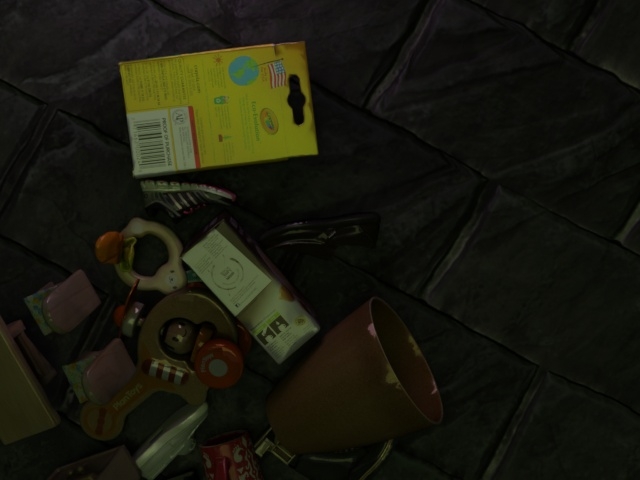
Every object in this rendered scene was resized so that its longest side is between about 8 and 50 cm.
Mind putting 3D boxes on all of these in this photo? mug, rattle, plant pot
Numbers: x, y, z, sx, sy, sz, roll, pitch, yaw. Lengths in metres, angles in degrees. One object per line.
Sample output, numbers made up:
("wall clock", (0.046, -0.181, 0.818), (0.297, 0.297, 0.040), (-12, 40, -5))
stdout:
("mug", (-0.143, 0.428, 1.621), (0.113, 0.150, 0.169), (-15, 91, -18))
("rattle", (-0.272, 0.044, 1.590), (0.200, 0.143, 0.130), (39, 75, 2))
("plant pot", (0.040, 0.257, 1.580), (0.254, 0.237, 0.237), (-29, 95, 15))

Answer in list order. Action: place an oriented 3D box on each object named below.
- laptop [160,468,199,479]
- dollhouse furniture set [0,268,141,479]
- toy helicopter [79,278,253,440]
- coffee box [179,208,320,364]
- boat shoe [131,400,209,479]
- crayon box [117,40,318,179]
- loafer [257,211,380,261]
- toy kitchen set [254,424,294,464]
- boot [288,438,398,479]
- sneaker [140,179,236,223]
("laptop", (-0.287, 0.577, 1.618), (0.234, 0.136, 0.264), (-18, 99, -7))
("dollhouse furniture set", (-0.493, 0.312, 1.500), (0.362, 0.256, 0.394), (-22, 103, 18))
("toy helicopter", (-0.301, 0.213, 1.609), (0.355, 0.140, 0.235), (-43, 101, 15))
("coffee box", (-0.118, 0.075, 1.578), (0.098, 0.141, 0.246), (-41, 100, 3))
("boat shoe", (-0.258, 0.358, 1.652), (0.184, 0.066, 0.063), (-44, 107, 1))
("crayon box", (-0.171, -0.222, 1.593), (0.319, 0.081, 0.202), (-6, 95, 0))
("loafer", (0.000, 0.000, 1.614), (0.220, 0.080, 0.078), (-8, 94, 0))
("toy kitchen set", (-0.067, 0.358, 1.642), (0.075, 0.083, 0.068), (40, 94, -4))
("boot", (0.047, 0.368, 1.653), (0.137, 0.077, 0.198), (33, 93, 2))
("sneaker", (-0.232, -0.064, 1.616), (0.170, 0.063, 0.074), (5, 95, 4))
